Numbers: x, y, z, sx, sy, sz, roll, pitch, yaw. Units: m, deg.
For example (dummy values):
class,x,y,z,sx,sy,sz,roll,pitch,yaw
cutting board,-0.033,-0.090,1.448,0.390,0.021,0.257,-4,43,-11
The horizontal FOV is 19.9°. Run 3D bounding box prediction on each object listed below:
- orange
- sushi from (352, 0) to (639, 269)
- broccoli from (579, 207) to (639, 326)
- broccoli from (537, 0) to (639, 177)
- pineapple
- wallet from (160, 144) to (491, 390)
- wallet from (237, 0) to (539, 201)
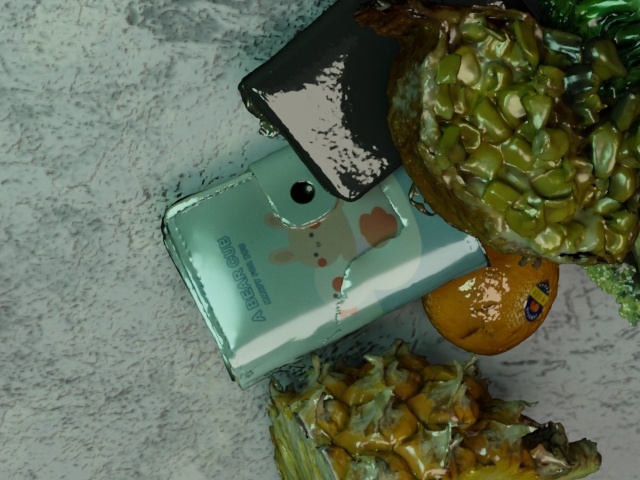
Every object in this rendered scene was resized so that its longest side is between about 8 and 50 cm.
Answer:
class,x,y,z,sx,sy,sz,roll,pitch,yaw
orange,0.152,0.038,1.688,0.135,0.117,0.135,-42,143,-42
sushi,0.153,-0.091,1.474,0.167,0.179,0.296,-31,101,-12
broccoli,0.328,-0.019,1.675,0.198,0.176,0.226,-43,136,5
broccoli,0.322,-0.187,1.510,0.297,0.297,0.297,-1,99,-6
pineapple,0.099,0.171,1.719,0.286,0.209,0.344,-19,160,-15
wallet,0.000,0.000,1.605,0.250,0.075,0.176,-26,84,-2
wallet,0.060,-0.151,1.555,0.250,0.044,0.149,-42,103,-6
